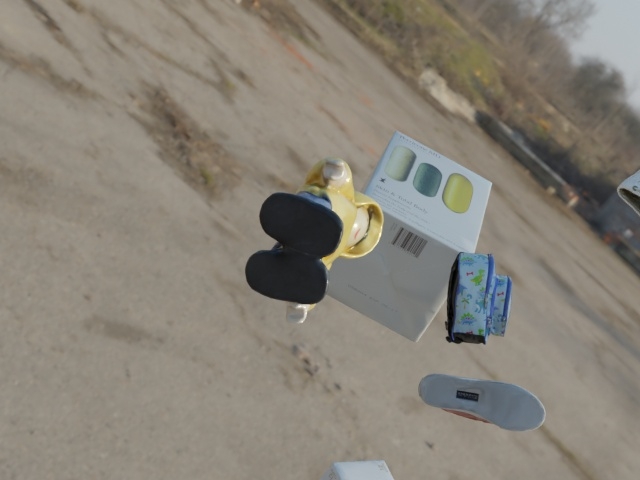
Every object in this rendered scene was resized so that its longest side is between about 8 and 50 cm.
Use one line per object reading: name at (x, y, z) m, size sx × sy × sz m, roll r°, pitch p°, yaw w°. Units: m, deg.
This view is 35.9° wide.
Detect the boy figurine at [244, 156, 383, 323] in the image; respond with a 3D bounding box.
boy figurine at (0.000, 0.000, 1.034) m, size 0.092 × 0.177 × 0.285 m, roll 17°, pitch 8°, yaw 11°

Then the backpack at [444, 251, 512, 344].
backpack at (0.208, 0.073, 1.296) m, size 0.084 × 0.114 × 0.105 m, roll 3°, pitch 6°, yaw 6°

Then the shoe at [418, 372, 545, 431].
shoe at (0.229, 0.225, 1.399) m, size 0.178 × 0.063 × 0.081 m, roll 11°, pitch -5°, yaw 13°

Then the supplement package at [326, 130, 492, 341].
supplement package at (0.142, -0.013, 1.657) m, size 0.199 × 0.198 × 0.262 m, roll 29°, pitch 34°, yaw 0°

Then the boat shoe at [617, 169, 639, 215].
boat shoe at (0.677, -0.021, 1.887) m, size 0.277 × 0.096 × 0.098 m, roll 51°, pitch -22°, yaw 30°

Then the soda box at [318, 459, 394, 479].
soda box at (0.062, 0.310, 0.904) m, size 0.069 × 0.074 × 0.216 m, roll 7°, pitch 39°, yaw -38°
